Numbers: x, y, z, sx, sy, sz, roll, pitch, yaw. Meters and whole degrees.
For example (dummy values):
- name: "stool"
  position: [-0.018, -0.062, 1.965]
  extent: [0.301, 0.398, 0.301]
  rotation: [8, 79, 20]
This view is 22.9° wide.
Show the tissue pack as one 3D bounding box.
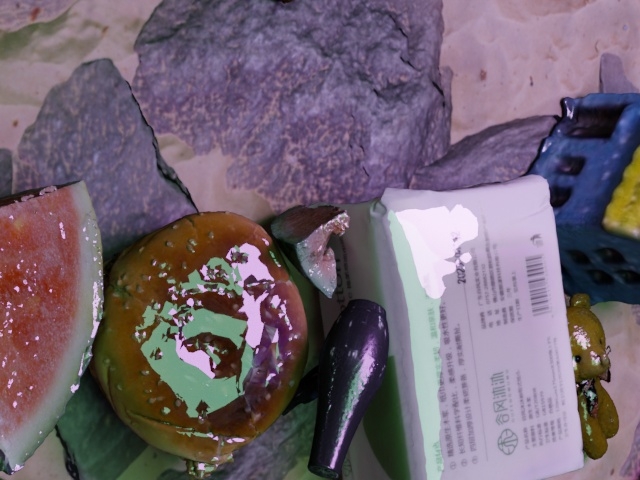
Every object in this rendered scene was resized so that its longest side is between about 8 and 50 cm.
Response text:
- name: "tissue pack"
  position: [0.145, 0.110, 1.830]
  extent: [0.266, 0.194, 0.357]
  rotation: [-8, 92, -32]

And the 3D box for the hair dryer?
- name: "hair dryer"
  position: [-0.004, 0.177, 1.716]
  extent: [0.075, 0.219, 0.195]
  rotation: [25, 64, -16]

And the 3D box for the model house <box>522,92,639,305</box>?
- name: "model house"
  position: [0.432, -0.049, 1.971]
  extent: [0.215, 0.303, 0.237]
  rotation: [44, 66, -32]

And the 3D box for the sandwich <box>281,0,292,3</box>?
- name: "sandwich"
  position: [-0.037, -0.402, 1.800]
  extent: [0.186, 0.065, 0.215]
  rotation: [-45, 112, -26]

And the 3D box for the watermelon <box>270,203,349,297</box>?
- name: "watermelon"
  position: [-0.010, 0.004, 1.737]
  extent: [0.080, 0.155, 0.101]
  rotation: [-35, 118, -14]

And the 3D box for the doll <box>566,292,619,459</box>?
- name: "doll"
  position: [0.342, 0.179, 2.021]
  extent: [0.137, 0.097, 0.209]
  rotation: [-43, 116, -33]

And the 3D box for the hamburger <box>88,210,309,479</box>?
- name: "hamburger"
  position: [-0.134, 0.109, 1.684]
  extent: [0.243, 0.146, 0.286]
  rotation: [14, 82, -26]

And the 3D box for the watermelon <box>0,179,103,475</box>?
- name: "watermelon"
  position: [-0.322, 0.058, 1.525]
  extent: [0.231, 0.193, 0.310]
  rotation: [25, 75, -31]
